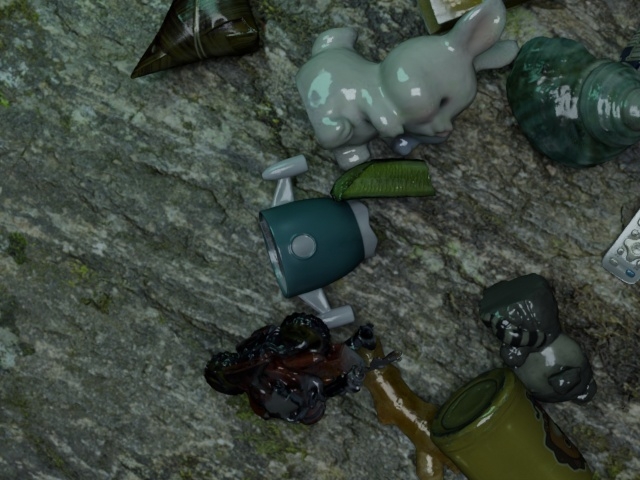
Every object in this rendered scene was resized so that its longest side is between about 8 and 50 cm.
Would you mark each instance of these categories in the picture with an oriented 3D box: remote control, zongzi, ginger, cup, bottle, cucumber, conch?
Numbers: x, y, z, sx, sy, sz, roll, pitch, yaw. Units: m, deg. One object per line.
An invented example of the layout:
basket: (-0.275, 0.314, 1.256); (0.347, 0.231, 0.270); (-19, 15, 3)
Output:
remote control: (0.567, -0.034, 1.568); (0.073, 0.044, 0.229); (34, 99, 2)
zongzi: (-0.250, -0.430, 1.645); (0.241, 0.111, 0.247); (-15, 85, -2)
ginger: (0.145, 0.277, 1.588); (0.118, 0.065, 0.298); (-36, 81, -3)
cup: (0.000, 0.000, 1.575); (0.173, 0.167, 0.299); (-17, 91, -8)
bottle: (0.349, 0.383, 1.491); (0.171, 0.171, 0.351); (-42, 99, 3)
cucumber: (0.107, -0.107, 1.565); (0.220, 0.046, 0.070); (-6, 113, -35)
conch: (0.440, -0.223, 1.528); (0.196, 0.277, 0.220); (-21, 119, -26)

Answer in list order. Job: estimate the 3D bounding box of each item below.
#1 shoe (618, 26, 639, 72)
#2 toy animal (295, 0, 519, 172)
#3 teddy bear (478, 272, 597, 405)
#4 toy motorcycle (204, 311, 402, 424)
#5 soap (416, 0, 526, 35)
shoe: (0.595, -0.338, 1.568); (0.106, 0.091, 0.207); (34, 86, -16)
toy animal: (0.144, -0.277, 1.543); (0.368, 0.196, 0.241); (-14, 76, 16)
teddy bear: (0.352, 0.184, 1.516); (0.144, 0.171, 0.250); (-28, 86, 10)
toy motorcycle: (-0.012, 0.209, 1.522); (0.207, 0.134, 0.401); (44, 130, -17)
soap: (0.263, -0.528, 1.589); (0.259, 0.143, 0.281); (-21, 89, 6)
